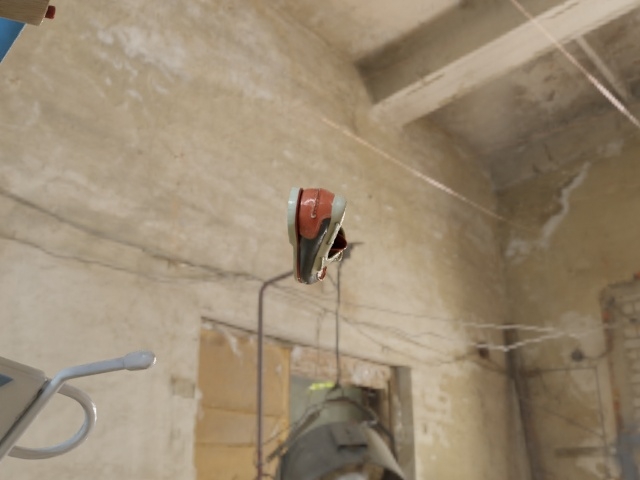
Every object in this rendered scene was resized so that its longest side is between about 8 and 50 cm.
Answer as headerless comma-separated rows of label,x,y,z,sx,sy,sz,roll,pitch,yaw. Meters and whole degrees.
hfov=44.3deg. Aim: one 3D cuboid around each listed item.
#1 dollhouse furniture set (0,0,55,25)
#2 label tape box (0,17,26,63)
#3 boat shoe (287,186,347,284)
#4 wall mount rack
dollhouse furniture set,-0.197,-0.085,0.350,0.129,0.183,0.129,8,13,-28
label tape box,-0.376,-0.368,0.758,0.348,0.115,0.249,45,-50,-11
boat shoe,0.000,0.000,0.627,0.043,0.049,0.137,5,-26,4
wall mount rack,-0.336,0.141,0.732,0.350,0.130,0.304,29,-71,-36
